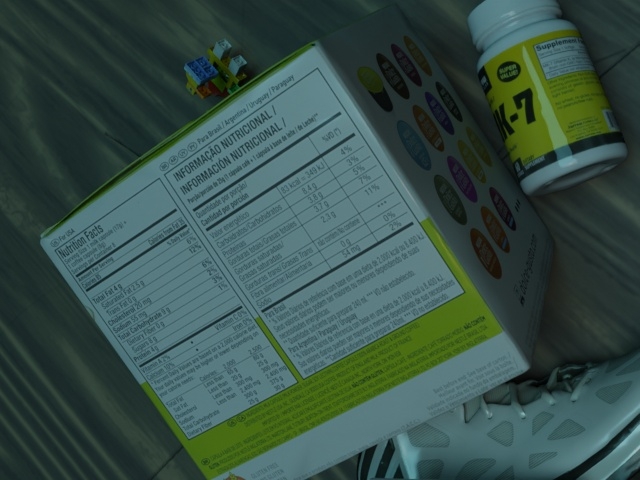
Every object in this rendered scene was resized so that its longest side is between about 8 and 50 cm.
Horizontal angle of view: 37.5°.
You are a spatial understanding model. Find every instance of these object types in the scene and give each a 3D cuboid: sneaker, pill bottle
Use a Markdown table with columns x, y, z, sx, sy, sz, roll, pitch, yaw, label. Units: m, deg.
| x | y | z | sx | sy | sz | roll | pitch | yaw | label |
| --- | --- | --- | --- | --- | --- | --- | --- | --- | --- |
| 0.199 | 0.180 | 1.012 | 0.447 | 0.169 | 0.257 | -47 | 71 | 22 | sneaker |
| 0.241 | -0.164 | 1.024 | 0.119 | 0.119 | 0.209 | -24 | 78 | 25 | pill bottle |

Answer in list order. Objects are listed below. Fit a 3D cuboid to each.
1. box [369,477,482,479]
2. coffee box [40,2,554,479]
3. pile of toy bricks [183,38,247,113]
| x | y | z | sx | sy | sz | roll | pitch | yaw | label |
| --- | --- | --- | --- | --- | --- | --- | --- | --- | --- |
| 0.159 | 0.417 | 0.907 | 0.215 | 0.168 | 0.345 | -4 | 116 | 18 | box |
| 0.000 | 0.000 | 0.971 | 0.338 | 0.337 | 0.334 | -31 | 97 | 24 | coffee box |
| -0.108 | -0.145 | 1.227 | 0.212 | 0.118 | 0.105 | 48 | 142 | 10 | pile of toy bricks |
